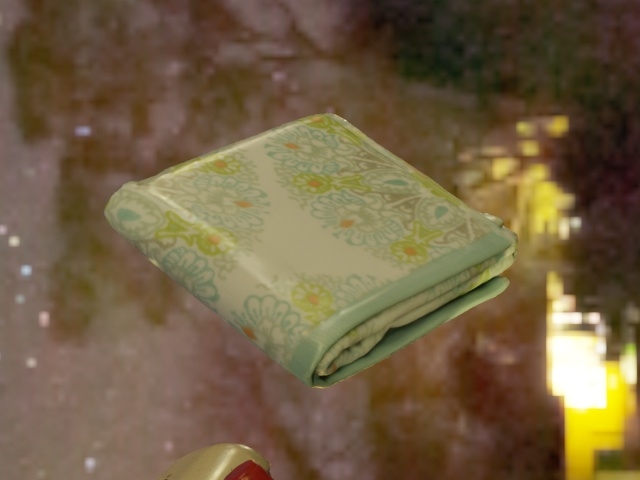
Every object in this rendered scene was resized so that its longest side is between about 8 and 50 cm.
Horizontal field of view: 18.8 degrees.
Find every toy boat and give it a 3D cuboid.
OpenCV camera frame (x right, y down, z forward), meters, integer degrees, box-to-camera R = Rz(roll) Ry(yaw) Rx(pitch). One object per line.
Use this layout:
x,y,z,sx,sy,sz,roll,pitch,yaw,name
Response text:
-0.116,0.334,2.154,0.148,0.318,0.267,53,-126,-10,toy boat

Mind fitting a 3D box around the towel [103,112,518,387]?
0.000,0.000,2.130,0.374,0.320,0.090,-24,-42,-44,towel
